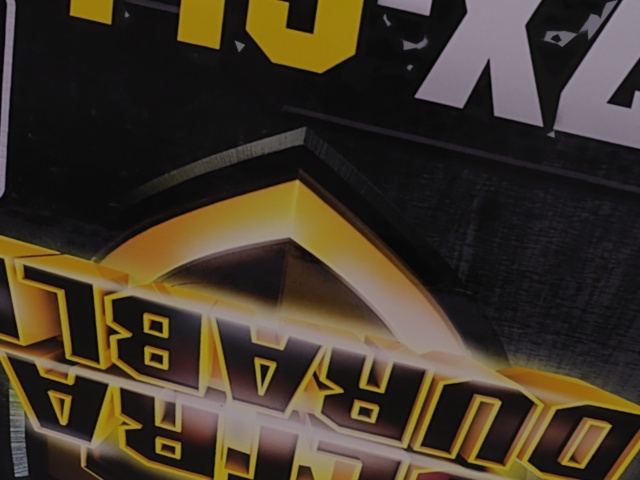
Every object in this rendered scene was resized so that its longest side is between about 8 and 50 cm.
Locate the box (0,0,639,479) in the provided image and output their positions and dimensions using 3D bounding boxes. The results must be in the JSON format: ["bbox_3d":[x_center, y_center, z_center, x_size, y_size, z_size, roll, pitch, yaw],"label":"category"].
[{"bbox_3d":[0.000,0.000,0.428,0.322,0.079,0.257,14,121,8],"label":"box"}]
